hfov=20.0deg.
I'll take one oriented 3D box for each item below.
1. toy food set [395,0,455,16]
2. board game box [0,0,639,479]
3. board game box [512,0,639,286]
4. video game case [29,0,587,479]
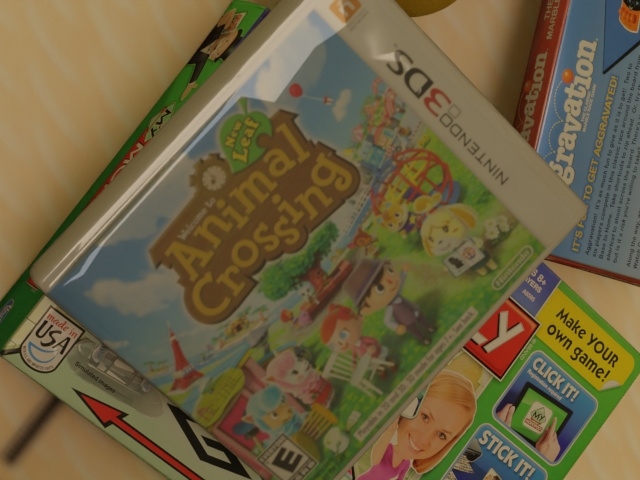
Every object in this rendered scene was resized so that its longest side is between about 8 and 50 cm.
[{"bbox_3d":[0.054,-0.209,0.906,0.218,0.071,0.128,-54,142,-4],"label":"toy food set"},{"bbox_3d":[0.008,0.056,0.951,0.317,0.046,0.213,40,83,-28],"label":"board game box"},{"bbox_3d":[0.182,-0.118,0.982,0.145,0.027,0.281,15,87,-33],"label":"board game box"},{"bbox_3d":[0.000,0.000,0.877,0.212,0.023,0.193,-47,116,-1],"label":"video game case"}]
